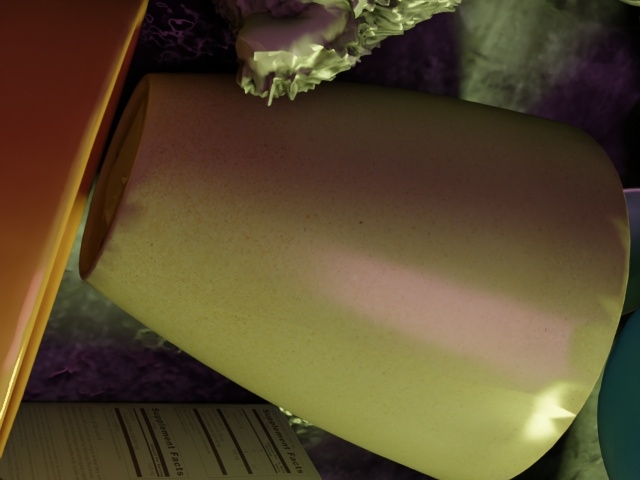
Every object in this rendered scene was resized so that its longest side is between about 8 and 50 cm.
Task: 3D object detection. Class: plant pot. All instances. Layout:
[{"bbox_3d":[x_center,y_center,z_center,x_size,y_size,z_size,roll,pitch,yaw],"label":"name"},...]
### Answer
[{"bbox_3d":[-0.224,-0.019,0.438,0.203,0.291,0.291,19,107,-14],"label":"plant pot"},{"bbox_3d":[0.000,0.000,0.573,0.274,0.256,0.256,19,106,-21],"label":"plant pot"}]

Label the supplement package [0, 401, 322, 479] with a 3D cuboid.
[{"bbox_3d":[-0.135,0.211,0.665,0.244,0.134,0.139,6,112,-27],"label":"supplement package"}]

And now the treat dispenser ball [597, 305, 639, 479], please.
[{"bbox_3d":[0.372,0.148,0.722,0.288,0.288,0.288,-11,119,-20],"label":"treat dispenser ball"}]

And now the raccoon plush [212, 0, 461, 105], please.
[{"bbox_3d":[0.146,-0.153,0.499,0.446,0.216,0.299,31,105,-1],"label":"raccoon plush"}]

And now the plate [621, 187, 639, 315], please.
[{"bbox_3d":[0.234,0.013,0.768,0.188,0.024,0.188,-5,140,-4],"label":"plate"}]

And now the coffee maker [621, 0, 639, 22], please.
[{"bbox_3d":[0.292,-0.211,0.673,0.178,0.120,0.171,42,70,-35],"label":"coffee maker"}]

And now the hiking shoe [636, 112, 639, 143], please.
[{"bbox_3d":[0.414,-0.108,0.784,0.304,0.113,0.132,-21,130,-3],"label":"hiking shoe"}]
